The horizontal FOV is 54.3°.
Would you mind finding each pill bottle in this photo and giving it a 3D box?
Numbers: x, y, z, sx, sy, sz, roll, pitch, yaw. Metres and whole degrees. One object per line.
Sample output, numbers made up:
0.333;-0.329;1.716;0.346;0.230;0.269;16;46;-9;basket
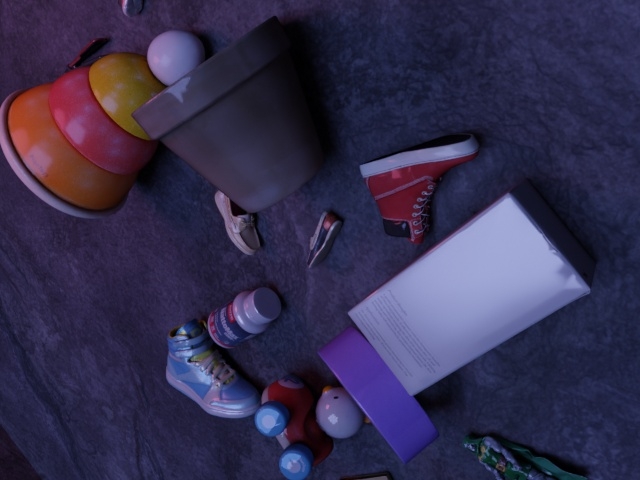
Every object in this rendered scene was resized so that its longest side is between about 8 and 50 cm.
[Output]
-0.179;0.181;1.492;0.180;0.108;0.108;-34;88;40;pill bottle

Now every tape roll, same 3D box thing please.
0.111;0.302;1.237;0.274;0.090;0.275;50;173;8;tape roll

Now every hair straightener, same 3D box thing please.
-0.592;-0.427;1.572;0.230;0.047;0.089;-14;100;39;hair straightener

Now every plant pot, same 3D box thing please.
-0.141;-0.219;1.195;0.323;0.323;0.280;-20;114;40;plant pot

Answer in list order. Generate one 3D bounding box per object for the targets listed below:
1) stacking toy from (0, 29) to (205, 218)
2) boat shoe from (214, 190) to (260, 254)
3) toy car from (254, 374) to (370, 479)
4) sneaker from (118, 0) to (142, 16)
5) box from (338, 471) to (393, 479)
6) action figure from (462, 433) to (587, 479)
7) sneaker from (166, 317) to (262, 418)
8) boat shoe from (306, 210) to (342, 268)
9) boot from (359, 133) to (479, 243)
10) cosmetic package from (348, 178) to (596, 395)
-0.438;-0.296;1.404;0.480;0.350;0.350;-29;91;22;stacking toy
-0.183;-0.048;1.424;0.059;0.063;0.170;-29;90;46;boat shoe
0.008;0.382;1.418;0.238;0.219;0.210;-29;90;11;toy car
-0.424;-0.579;1.378;0.065;0.061;0.158;44;128;21;sneaker
0.148;0.659;1.514;0.164;0.021;0.201;-27;93;40;box
0.386;0.452;1.228;0.232;0.063;0.137;26;126;29;action figure
-0.288;0.320;1.620;0.319;0.127;0.208;16;119;29;sneaker
0.000;0.000;1.321;0.043;0.049;0.137;40;125;20;boat shoe
0.196;-0.086;1.120;0.244;0.088;0.176;-12;102;47;boot
0.252;0.084;1.069;0.365;0.155;0.197;-39;84;30;cosmetic package
